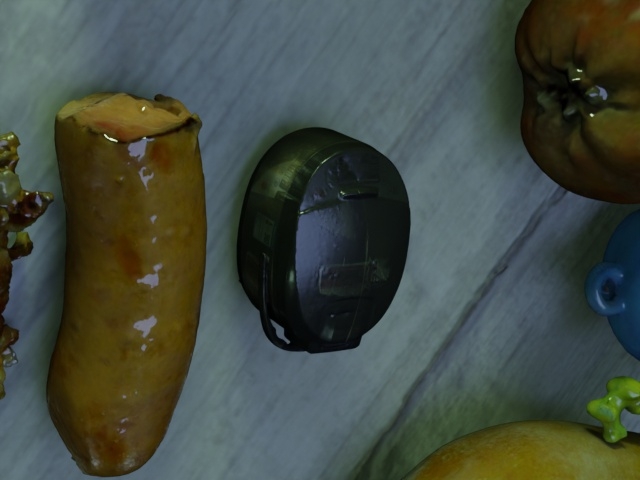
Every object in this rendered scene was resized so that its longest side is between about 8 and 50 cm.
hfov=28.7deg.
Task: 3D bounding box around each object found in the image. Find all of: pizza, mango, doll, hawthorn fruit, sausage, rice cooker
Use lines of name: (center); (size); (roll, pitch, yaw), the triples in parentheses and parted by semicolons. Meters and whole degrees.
pizza: (-0.231, 0.021, 0.796); (0.154, 0.069, 0.193); (18, 103, -38)
mango: (0.197, 0.262, 1.121); (0.384, 0.199, 0.221); (-12, 133, -25)
doll: (0.360, 0.022, 1.181); (0.341, 0.099, 0.345); (-3, 93, -41)
hawthorn fruit: (0.270, -0.140, 1.003); (0.251, 0.199, 0.199); (-22, 124, -40)
sausage: (-0.134, 0.034, 0.852); (0.109, 0.109, 0.270); (-5, 114, -33)
rice cooker: (0.000, 0.000, 0.925); (0.112, 0.106, 0.165); (-3, 118, -34)
